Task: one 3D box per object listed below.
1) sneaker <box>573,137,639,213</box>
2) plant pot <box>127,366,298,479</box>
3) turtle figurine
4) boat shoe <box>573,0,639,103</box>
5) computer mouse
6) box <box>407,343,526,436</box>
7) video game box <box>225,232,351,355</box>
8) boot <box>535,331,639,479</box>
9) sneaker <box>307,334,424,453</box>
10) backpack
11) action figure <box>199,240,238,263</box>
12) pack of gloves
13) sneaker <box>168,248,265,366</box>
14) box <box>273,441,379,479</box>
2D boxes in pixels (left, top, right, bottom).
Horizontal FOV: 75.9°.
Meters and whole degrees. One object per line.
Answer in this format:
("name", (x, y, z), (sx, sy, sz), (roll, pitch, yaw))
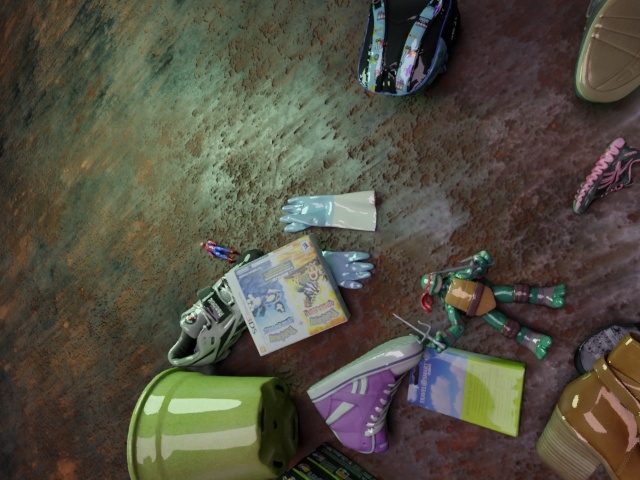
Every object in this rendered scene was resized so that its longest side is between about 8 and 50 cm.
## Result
("sneaker", (0.422, -0.087, 0.600), (0.057, 0.047, 0.120), (33, 106, 16))
("plant pot", (-0.193, 0.387, 0.840), (0.253, 0.276, 0.277), (-14, 81, 18))
("turtle figurine", (0.245, 0.093, 0.654), (0.233, 0.118, 0.176), (15, 111, 15))
("boat shoe", (0.431, -0.324, 0.574), (0.102, 0.092, 0.286), (18, 95, 5))
("computer mouse", (0.471, 0.128, 0.561), (0.242, 0.041, 0.071), (-34, 58, 25))
("box", (0.242, 0.243, 0.691), (0.178, 0.042, 0.109), (6, 90, 32))
("video game box", (-0.069, 0.112, 0.836), (0.205, 0.048, 0.187), (-26, 90, 14))
("boot", (0.454, 0.267, 0.512), (0.283, 0.109, 0.220), (34, 112, 27))
("sneaker", (0.108, 0.283, 0.734), (0.282, 0.102, 0.161), (-45, 70, 40))
("backpack", (0.152, -0.333, 0.724), (0.158, 0.116, 0.174), (17, 96, 30))
("action figure", (-0.254, 0.024, 1.007), (0.115, 0.030, 0.038), (18, 102, 32))
("pack of gloves", (0.000, 0.000, 0.845), (0.231, 0.046, 0.195), (-1, 87, 31))
("sneaker", (-0.228, 0.164, 0.919), (0.122, 0.146, 0.331), (39, 106, 28))
("box", (0.033, 0.458, 0.726), (0.190, 0.184, 0.045), (23, 101, 29))
